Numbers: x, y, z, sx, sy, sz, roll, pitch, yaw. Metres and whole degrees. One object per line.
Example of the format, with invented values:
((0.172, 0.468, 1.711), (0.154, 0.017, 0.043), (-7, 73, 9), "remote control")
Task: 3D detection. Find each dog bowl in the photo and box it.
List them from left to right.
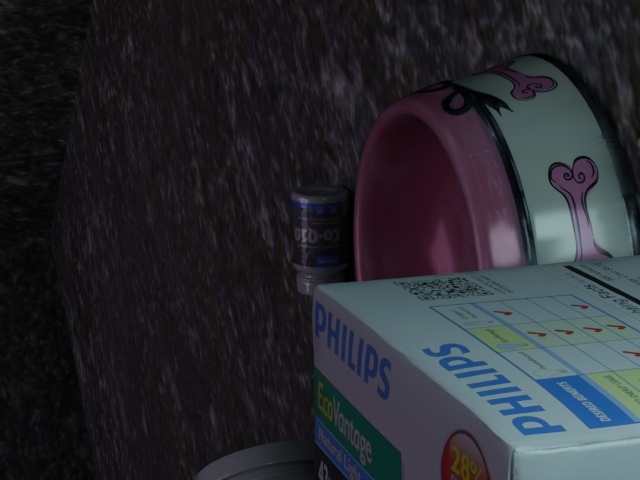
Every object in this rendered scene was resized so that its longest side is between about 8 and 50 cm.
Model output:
((0.156, 0.023, 1.626), (0.408, 0.150, 0.408), (174, 90, -71), "dog bowl")

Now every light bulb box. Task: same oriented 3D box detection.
((0.217, 0.163, 1.158), (0.358, 0.361, 0.225), (-144, 51, -66), "light bulb box")

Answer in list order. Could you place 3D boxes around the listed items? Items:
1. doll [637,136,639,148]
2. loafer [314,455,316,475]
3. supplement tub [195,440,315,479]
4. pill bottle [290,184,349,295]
((0.302, -0.138, 1.313), (0.189, 0.046, 0.129), (103, 153, -44), "doll")
((0.077, 0.390, 2.092), (0.109, 0.095, 0.302), (-22, 77, 39), "loafer")
((-0.045, 0.449, 2.211), (0.228, 0.228, 0.316), (118, 142, -58), "supplement tub")
((0.000, 0.000, 2.185), (0.078, 0.078, 0.137), (-145, 52, -66), "pill bottle")
